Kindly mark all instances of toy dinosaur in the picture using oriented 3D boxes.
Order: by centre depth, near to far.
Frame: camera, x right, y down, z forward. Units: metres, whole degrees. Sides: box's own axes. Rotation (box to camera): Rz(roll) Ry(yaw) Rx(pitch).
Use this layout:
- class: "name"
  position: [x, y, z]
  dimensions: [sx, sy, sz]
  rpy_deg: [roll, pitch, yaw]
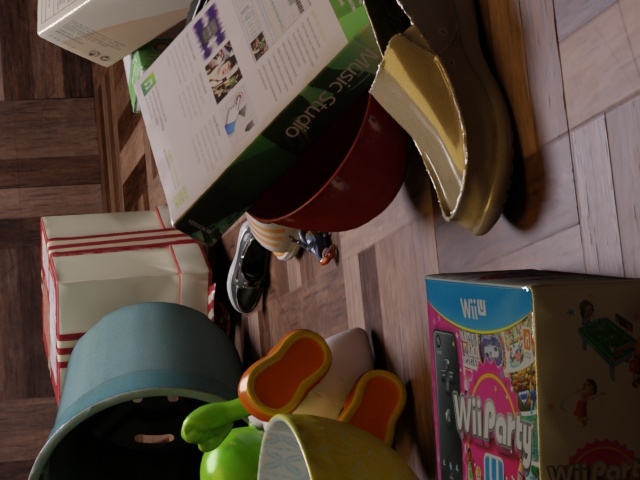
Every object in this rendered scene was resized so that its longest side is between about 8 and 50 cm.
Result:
- class: "toy dinosaur"
  position: [0.000, 0.000, 1.953]
  dimensions: [0.090, 0.047, 0.082]
  rpy_deg: [46, -162, -58]

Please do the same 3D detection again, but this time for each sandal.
- class: "sandal"
  position: [-0.052, -0.065, 2.014]
  dimensions: [0.265, 0.076, 0.102]
  rpy_deg: [112, 152, -61]

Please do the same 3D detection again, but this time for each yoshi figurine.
- class: "yoshi figurine"
  position: [-0.037, 0.218, 1.816]
  dimensions: [0.362, 0.203, 0.203]
  rpy_deg: [125, 133, -72]

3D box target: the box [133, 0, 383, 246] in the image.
- class: "box"
  position: [-0.042, -0.179, 1.647]
  dimensions: [0.322, 0.058, 0.232]
  rpy_deg: [-45, 39, 23]

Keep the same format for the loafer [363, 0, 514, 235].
- class: "loafer"
  position: [0.089, -0.123, 1.421]
  dimensions: [0.102, 0.092, 0.268]
  rpy_deg: [110, 153, -57]

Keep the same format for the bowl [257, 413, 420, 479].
- class: "bowl"
  position: [0.047, 0.293, 1.562]
  dimensions: [0.289, 0.156, 0.289]
  rpy_deg: [176, 90, -76]

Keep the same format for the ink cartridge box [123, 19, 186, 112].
- class: "ink cartridge box"
  position: [-0.185, -0.280, 2.321]
  dimensions: [0.092, 0.160, 0.219]
  rpy_deg: [104, 157, -48]

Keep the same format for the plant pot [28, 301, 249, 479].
- class: "plant pot"
  position: [-0.217, 0.264, 2.312]
  dimensions: [0.334, 0.341, 0.341]
  rpy_deg: [-104, 15, -64]

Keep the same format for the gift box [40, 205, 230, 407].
- class: "gift box"
  position: [-0.272, 0.085, 2.549]
  dimensions: [0.255, 0.258, 0.276]
  rpy_deg: [-115, 27, -55]

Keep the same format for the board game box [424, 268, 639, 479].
- class: "board game box"
  position: [0.158, 0.175, 1.226]
  dimensions: [0.224, 0.097, 0.303]
  rpy_deg: [-179, 86, -75]

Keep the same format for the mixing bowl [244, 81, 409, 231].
- class: "mixing bowl"
  position: [0.019, -0.077, 1.635]
  dimensions: [0.181, 0.098, 0.181]
  rpy_deg: [-36, 37, 33]

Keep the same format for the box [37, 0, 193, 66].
- class: "box"
  position: [-0.210, -0.354, 2.151]
  dimensions: [0.311, 0.121, 0.148]
  rpy_deg: [-23, 56, 39]

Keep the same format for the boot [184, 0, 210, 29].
- class: "boot"
  position: [-0.062, -0.205, 1.916]
  dimensions: [0.348, 0.131, 0.260]
  rpy_deg: [102, 159, -46]

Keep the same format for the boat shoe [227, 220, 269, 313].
- class: "boat shoe"
  position: [-0.093, 0.040, 2.265]
  dimensions: [0.040, 0.049, 0.142]
  rpy_deg: [-116, 28, -55]
